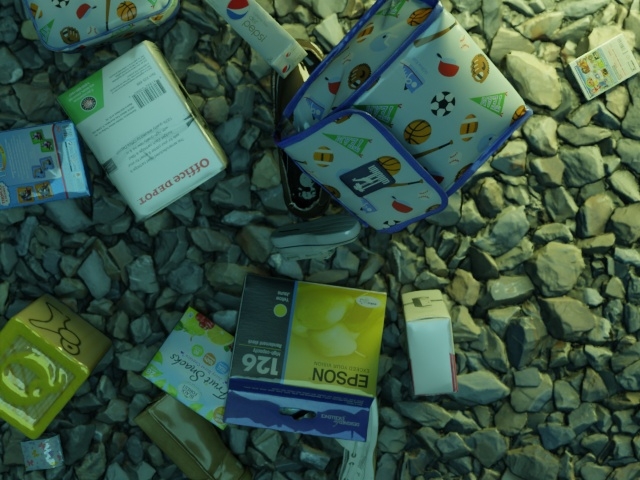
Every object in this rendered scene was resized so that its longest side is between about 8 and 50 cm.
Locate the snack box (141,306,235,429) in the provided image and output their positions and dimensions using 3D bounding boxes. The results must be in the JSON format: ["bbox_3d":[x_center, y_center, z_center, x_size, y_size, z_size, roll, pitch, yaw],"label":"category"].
[{"bbox_3d":[-0.243,0.268,1.715,0.207,0.070,0.174,36,76,-5],"label":"snack box"}]

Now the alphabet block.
[{"bbox_3d":[-0.573,0.251,1.670,0.192,0.197,0.193,37,98,-6],"label":"alphabet block"}]

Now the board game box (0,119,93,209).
[{"bbox_3d":[-0.591,-0.154,1.679,0.211,0.039,0.160,-9,100,0],"label":"board game box"}]

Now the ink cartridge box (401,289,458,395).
[{"bbox_3d":[0.219,0.203,1.660,0.092,0.218,0.159,-6,100,6],"label":"ink cartridge box"}]

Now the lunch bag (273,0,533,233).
[{"bbox_3d":[0.146,-0.226,1.535,0.385,0.239,0.328,-44,123,9],"label":"lunch bag"}]

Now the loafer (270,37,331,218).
[{"bbox_3d":[-0.025,-0.219,1.628,0.134,0.130,0.366,-7,100,0],"label":"loafer"}]

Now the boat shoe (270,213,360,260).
[{"bbox_3d":[0.000,0.000,1.659,0.083,0.226,0.076,-47,120,-37],"label":"boat shoe"}]

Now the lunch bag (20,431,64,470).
[{"bbox_3d":[-0.602,0.459,1.779,0.083,0.053,0.071,-9,98,11],"label":"lunch bag"}]

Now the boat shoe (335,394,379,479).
[{"bbox_3d":[0.073,0.417,1.756,0.096,0.098,0.277,1,101,-2],"label":"boat shoe"}]

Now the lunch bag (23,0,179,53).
[{"bbox_3d":[-0.430,-0.512,1.584,0.303,0.115,0.243,-19,97,3],"label":"lunch bag"}]

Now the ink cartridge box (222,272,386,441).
[{"bbox_3d":[-0.031,0.238,1.680,0.303,0.072,0.307,8,71,-4],"label":"ink cartridge box"}]

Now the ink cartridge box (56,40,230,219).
[{"bbox_3d":[-0.345,-0.217,1.629,0.211,0.121,0.289,-31,99,5],"label":"ink cartridge box"}]

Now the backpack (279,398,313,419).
[{"bbox_3d":[-0.068,0.344,1.742,0.114,0.105,0.084,-27,76,2],"label":"backpack"}]

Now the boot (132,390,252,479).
[{"bbox_3d":[-0.312,0.476,1.772,0.236,0.089,0.269,-39,99,-7],"label":"boot"}]

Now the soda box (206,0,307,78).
[{"bbox_3d":[-0.125,-0.415,1.578,0.069,0.074,0.216,-46,69,7],"label":"soda box"}]

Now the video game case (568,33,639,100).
[{"bbox_3d":[0.582,-0.355,1.673,0.122,0.011,0.087,-30,99,4],"label":"video game case"}]
